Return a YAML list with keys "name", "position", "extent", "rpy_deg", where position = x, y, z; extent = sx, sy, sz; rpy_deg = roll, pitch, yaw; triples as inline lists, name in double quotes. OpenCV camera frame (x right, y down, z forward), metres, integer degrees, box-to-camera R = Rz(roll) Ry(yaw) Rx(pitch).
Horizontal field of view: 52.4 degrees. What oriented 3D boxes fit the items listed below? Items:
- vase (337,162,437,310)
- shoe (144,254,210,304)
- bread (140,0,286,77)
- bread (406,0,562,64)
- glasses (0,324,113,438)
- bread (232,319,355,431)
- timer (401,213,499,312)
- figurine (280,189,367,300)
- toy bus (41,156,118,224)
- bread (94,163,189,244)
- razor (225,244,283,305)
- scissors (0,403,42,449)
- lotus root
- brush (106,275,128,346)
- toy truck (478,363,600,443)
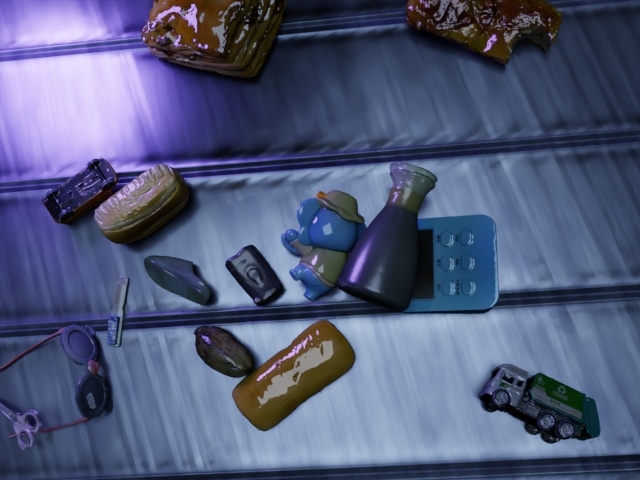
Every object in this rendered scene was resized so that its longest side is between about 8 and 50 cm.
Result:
- name: "vase"
  position: [0.168, -0.012, 1.504]
  extent: [0.173, 0.173, 0.321]
  rpy_deg: [19, 82, 9]
- name: "shoe"
  position: [-0.344, 0.087, 1.614]
  extent: [0.195, 0.079, 0.078]
  rpy_deg: [28, 47, 18]
- name: "bread"
  position: [-0.281, -0.585, 1.686]
  extent: [0.325, 0.167, 0.277]
  rpy_deg: [20, 81, 8]
- name: "bread"
  position: [0.412, -0.563, 1.651]
  extent: [0.381, 0.109, 0.185]
  rpy_deg: [24, 81, 8]
- name: "glasses"
  position: [-0.656, 0.350, 1.599]
  extent: [0.269, 0.118, 0.234]
  rpy_deg: [-23, 78, 21]
- name: "bread"
  position: [-0.064, 0.318, 1.525]
  extent: [0.305, 0.091, 0.142]
  rpy_deg: [-38, 72, -4]
- name: "timer"
  position: [0.291, 0.058, 1.545]
  extent: [0.250, 0.091, 0.231]
  rpy_deg: [-3, 79, 11]
- name: "figurine"
  position: [0.003, 0.001, 1.551]
  extent: [0.180, 0.154, 0.262]
  rpy_deg: [34, 79, 0]
- name: "toy bus"
  position: [-0.604, -0.125, 1.663]
  extent: [0.195, 0.088, 0.083]
  rpy_deg: [-36, 78, 0]
- name: "bread"
  position: [-0.436, -0.085, 1.613]
  extent: [0.236, 0.140, 0.106]
  rpy_deg: [-38, 75, -3]
- name: "razor"
  position: [-0.160, 0.087, 1.595]
  extent: [0.090, 0.054, 0.148]
  rpy_deg: [-38, 79, -3]
- name: "scissors"
  position: [-0.739, 0.422, 1.558]
  extent: [0.189, 0.015, 0.100]
  rpy_deg: [25, 98, 24]
- name: "lotus root"
  position: [-0.233, 0.267, 1.547]
  extent: [0.179, 0.080, 0.089]
  rpy_deg: [35, 50, 20]
- name: "brush"
  position: [-0.511, 0.176, 1.624]
  extent: [0.033, 0.030, 0.178]
  rpy_deg: [1, 79, 16]
- name: "toy truck"
  position: [0.492, 0.371, 1.454]
  extent: [0.254, 0.114, 0.124]
  rpy_deg: [27, 69, 10]
